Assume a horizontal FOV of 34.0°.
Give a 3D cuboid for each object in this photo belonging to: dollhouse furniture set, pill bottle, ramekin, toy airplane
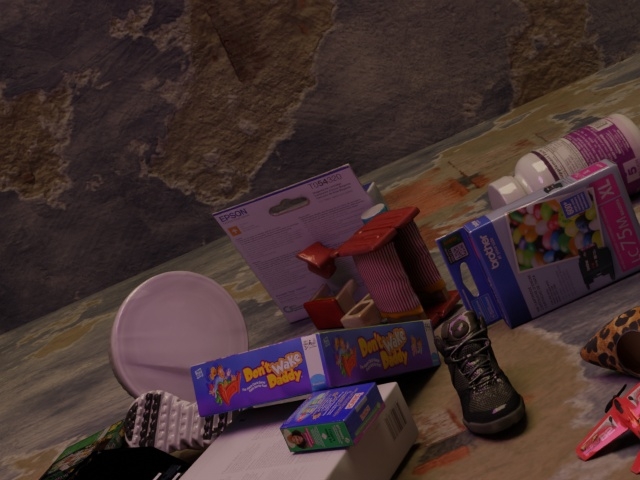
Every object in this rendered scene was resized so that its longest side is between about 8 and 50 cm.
[{"bbox_3d":[0.062,0.081,1.982,0.374,0.201,0.152,-12,21,50],"label":"dollhouse furniture set"},{"bbox_3d":[0.494,-0.119,2.083,0.301,0.169,0.169,-26,12,-4],"label":"pill bottle"},{"bbox_3d":[-0.284,0.203,2.015,0.273,0.273,0.127,-31,2,-30],"label":"ramekin"},{"bbox_3d":[0.361,0.210,1.200,0.151,0.028,0.151,-48,12,14],"label":"toy airplane"}]

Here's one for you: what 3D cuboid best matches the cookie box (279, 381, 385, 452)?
[{"bbox_3d":[0.016,0.228,1.351,0.107,0.040,0.092,-15,16,37],"label":"cookie box"}]

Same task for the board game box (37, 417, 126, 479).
[{"bbox_3d":[-0.426,0.390,1.911,0.136,0.030,0.260,-28,3,0],"label":"board game box"}]

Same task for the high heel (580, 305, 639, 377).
[{"bbox_3d":[0.397,0.164,1.277,0.261,0.093,0.186,-17,24,49],"label":"high heel"}]

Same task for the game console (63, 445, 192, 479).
[{"bbox_3d":[-0.351,0.430,1.546,0.213,0.044,0.361,0,30,36],"label":"game console"}]

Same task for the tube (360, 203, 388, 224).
[{"bbox_3d":[0.151,0.026,2.029,0.052,0.207,0.080,-39,18,-22],"label":"tube"}]

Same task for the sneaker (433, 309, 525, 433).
[{"bbox_3d":[0.213,0.180,1.447,0.087,0.130,0.227,-25,14,5],"label":"sneaker"}]

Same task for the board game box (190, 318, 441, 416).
[{"bbox_3d":[0.002,0.192,1.609,0.233,0.078,0.347,-17,-9,30],"label":"board game box"}]

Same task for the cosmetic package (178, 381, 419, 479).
[{"bbox_3d":[-0.072,0.339,1.374,0.284,0.097,0.377,-13,18,34],"label":"cosmetic package"}]

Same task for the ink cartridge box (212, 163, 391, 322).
[{"bbox_3d":[0.000,0.000,2.151,0.324,0.330,0.071,-18,33,24],"label":"ink cartridge box"}]

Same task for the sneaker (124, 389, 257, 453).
[{"bbox_3d":[-0.206,0.308,1.728,0.292,0.110,0.118,-6,-24,37],"label":"sneaker"}]

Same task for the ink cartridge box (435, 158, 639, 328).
[{"bbox_3d":[0.365,0.016,1.706,0.311,0.186,0.065,-24,14,3],"label":"ink cartridge box"}]
